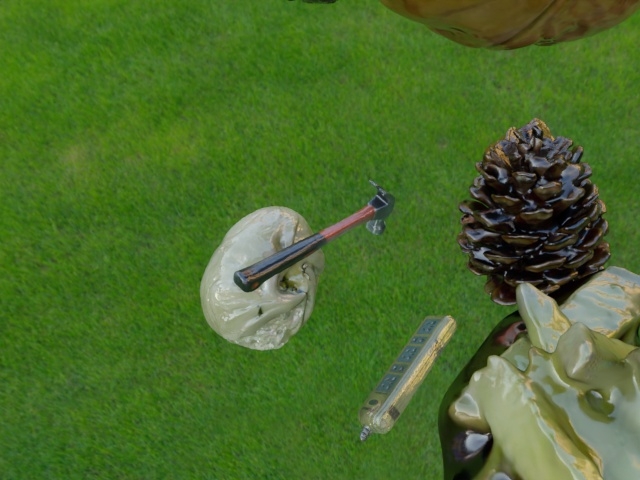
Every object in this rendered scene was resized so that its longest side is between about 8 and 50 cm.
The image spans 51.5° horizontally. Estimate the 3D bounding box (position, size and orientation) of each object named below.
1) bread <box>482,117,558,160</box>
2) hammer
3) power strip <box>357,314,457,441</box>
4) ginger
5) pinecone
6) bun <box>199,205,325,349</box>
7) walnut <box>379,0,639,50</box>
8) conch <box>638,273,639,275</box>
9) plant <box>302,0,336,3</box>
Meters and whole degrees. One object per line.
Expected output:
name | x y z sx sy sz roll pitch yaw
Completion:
bread | 0.471 -0.138 1.467 0.232 0.135 0.246 -23 93 -36
hammer | 0.000 0.000 0.931 0.288 0.111 0.033 -30 62 -32
power strip | 0.202 0.325 1.602 0.092 0.066 0.387 -8 36 55
ginger | 0.310 0.195 0.609 0.358 0.211 0.413 40 59 1
pinecone | 0.305 -0.027 0.968 0.224 0.272 0.224 -14 31 9
bun | -0.077 0.071 1.011 0.210 0.237 0.116 -22 33 -34
walnut | 0.177 -0.367 0.654 0.355 0.307 0.397 -6 54 -11
conch | 0.860 0.150 1.735 0.116 0.106 0.172 -26 94 -53
plant | -0.051 -0.496 1.170 0.203 0.142 0.131 25 102 20
